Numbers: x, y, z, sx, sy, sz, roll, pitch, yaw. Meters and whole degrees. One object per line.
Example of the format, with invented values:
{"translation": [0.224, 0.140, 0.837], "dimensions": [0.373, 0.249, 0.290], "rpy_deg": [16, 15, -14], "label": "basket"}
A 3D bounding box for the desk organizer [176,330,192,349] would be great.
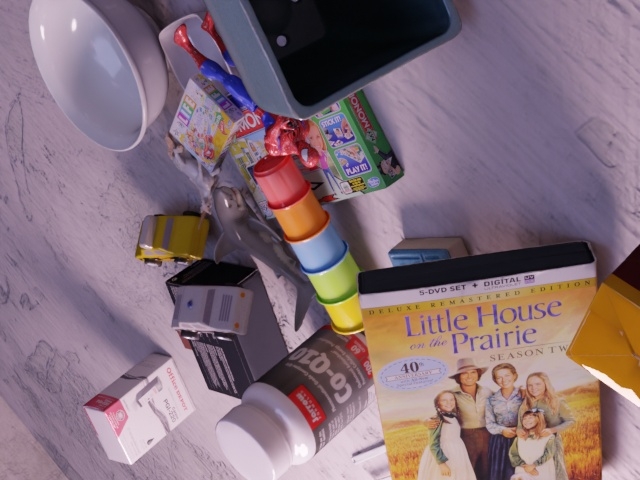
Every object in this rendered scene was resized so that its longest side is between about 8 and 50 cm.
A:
{"translation": [-0.244, 0.204, 2.050], "dimensions": [0.130, 0.047, 0.050], "rpy_deg": [5, 126, 47], "label": "desk organizer"}

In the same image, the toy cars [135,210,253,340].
{"translation": [-0.257, 0.056, 1.785], "dimensions": [0.176, 0.087, 0.394], "rpy_deg": [-52, 46, 17], "label": "toy cars"}

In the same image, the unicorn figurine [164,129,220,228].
{"translation": [-0.223, -0.122, 1.750], "dimensions": [0.162, 0.060, 0.111], "rpy_deg": [55, 149, 26], "label": "unicorn figurine"}

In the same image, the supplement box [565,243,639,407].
{"translation": [0.414, 0.089, 1.067], "dimensions": [0.191, 0.194, 0.129], "rpy_deg": [36, 142, 23], "label": "supplement box"}

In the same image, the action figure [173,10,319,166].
{"translation": [-0.087, -0.226, 1.385], "dimensions": [0.280, 0.091, 0.139], "rpy_deg": [50, 153, 5], "label": "action figure"}

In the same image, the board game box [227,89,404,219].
{"translation": [-0.033, -0.156, 1.505], "dimensions": [0.317, 0.046, 0.214], "rpy_deg": [-13, 110, 53], "label": "board game box"}

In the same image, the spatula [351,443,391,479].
{"translation": [0.139, 0.447, 1.811], "dimensions": [0.168, 0.019, 0.242], "rpy_deg": [62, 146, 10], "label": "spatula"}

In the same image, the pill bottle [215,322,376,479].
{"translation": [-0.031, 0.278, 1.661], "dimensions": [0.161, 0.283, 0.161], "rpy_deg": [29, 138, 30], "label": "pill bottle"}

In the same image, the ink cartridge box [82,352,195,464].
{"translation": [-0.414, 0.387, 2.250], "dimensions": [0.092, 0.218, 0.159], "rpy_deg": [1, 120, 42], "label": "ink cartridge box"}

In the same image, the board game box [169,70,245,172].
{"translation": [-0.186, -0.189, 1.580], "dimensions": [0.103, 0.026, 0.154], "rpy_deg": [45, 146, 7], "label": "board game box"}

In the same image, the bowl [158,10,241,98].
{"translation": [-0.180, -0.293, 1.550], "dimensions": [0.142, 0.053, 0.142], "rpy_deg": [-9, 111, 52], "label": "bowl"}

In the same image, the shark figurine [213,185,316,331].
{"translation": [-0.119, 0.022, 1.679], "dimensions": [0.278, 0.116, 0.166], "rpy_deg": [51, 176, -18], "label": "shark figurine"}

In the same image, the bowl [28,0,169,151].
{"translation": [-0.354, -0.312, 1.663], "dimensions": [0.298, 0.134, 0.298], "rpy_deg": [29, 137, 30], "label": "bowl"}

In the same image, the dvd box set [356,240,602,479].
{"translation": [0.230, 0.208, 1.342], "dimensions": [0.307, 0.062, 0.420], "rpy_deg": [-8, 121, 5], "label": "dvd box set"}

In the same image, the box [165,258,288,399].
{"translation": [-0.172, 0.179, 1.897], "dimensions": [0.184, 0.103, 0.261], "rpy_deg": [10, 126, 47], "label": "box"}

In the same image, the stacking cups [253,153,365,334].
{"translation": [0.000, 0.000, 1.513], "dimensions": [0.096, 0.096, 0.316], "rpy_deg": [8, 134, 45], "label": "stacking cups"}

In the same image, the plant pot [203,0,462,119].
{"translation": [-0.025, -0.304, 1.213], "dimensions": [0.247, 0.247, 0.252], "rpy_deg": [63, 162, -14], "label": "plant pot"}

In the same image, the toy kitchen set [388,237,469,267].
{"translation": [0.150, 0.125, 1.424], "dimensions": [0.122, 0.166, 0.207], "rpy_deg": [-3, 117, 50], "label": "toy kitchen set"}
